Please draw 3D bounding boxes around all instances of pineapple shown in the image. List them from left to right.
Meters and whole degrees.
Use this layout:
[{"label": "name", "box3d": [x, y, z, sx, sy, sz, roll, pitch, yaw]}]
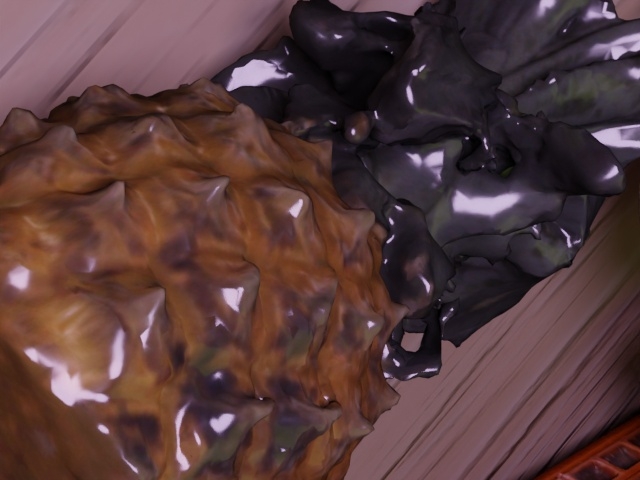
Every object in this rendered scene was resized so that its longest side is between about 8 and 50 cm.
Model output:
[{"label": "pineapple", "box3d": [0.000, 0.000, 0.425, 0.237, 0.119, 0.111, -31, 103, -45]}]

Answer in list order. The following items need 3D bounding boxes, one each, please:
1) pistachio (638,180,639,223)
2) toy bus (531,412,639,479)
[{"label": "pistachio", "box3d": [0.205, -0.043, 0.650, 0.238, 0.138, 0.153, -34, 137, -33]}, {"label": "toy bus", "box3d": [0.142, 0.164, 0.796, 0.329, 0.153, 0.143, -22, 136, -49]}]
